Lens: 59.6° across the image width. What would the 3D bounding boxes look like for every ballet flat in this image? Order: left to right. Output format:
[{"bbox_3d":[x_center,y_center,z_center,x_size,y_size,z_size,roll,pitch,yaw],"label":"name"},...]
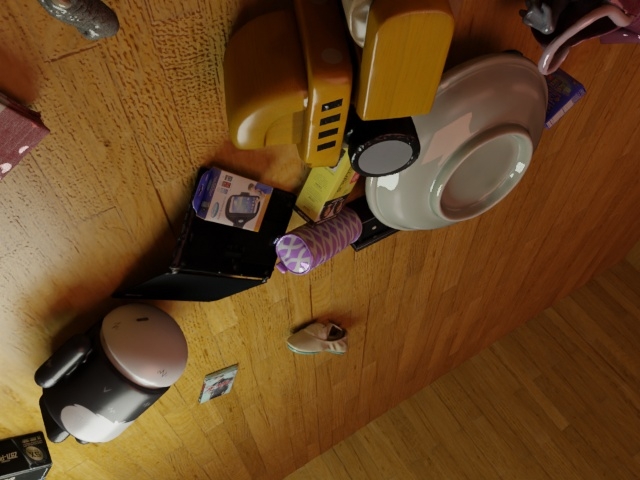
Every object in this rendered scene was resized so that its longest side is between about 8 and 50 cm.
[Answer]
[{"bbox_3d":[0.001,0.255,1.489,0.086,0.086,0.248,-47,150,16],"label":"ballet flat"}]

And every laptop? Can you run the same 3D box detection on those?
[{"bbox_3d":[-0.198,0.007,0.989,0.234,0.136,0.265,11,100,-53],"label":"laptop"}]

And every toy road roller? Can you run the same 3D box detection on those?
[{"bbox_3d":[0.003,-0.221,0.661,0.240,0.203,0.330,-6,152,-8],"label":"toy road roller"}]

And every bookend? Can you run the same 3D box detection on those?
[{"bbox_3d":[0.125,-0.077,1.151,0.156,0.072,0.157,-25,147,-20],"label":"bookend"}]

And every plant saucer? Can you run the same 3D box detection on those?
[{"bbox_3d":[0.278,-0.143,1.041,0.400,0.101,0.401,-21,144,-16],"label":"plant saucer"}]

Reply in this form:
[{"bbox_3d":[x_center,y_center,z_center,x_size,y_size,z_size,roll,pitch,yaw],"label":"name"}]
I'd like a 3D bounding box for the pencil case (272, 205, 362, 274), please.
[{"bbox_3d":[0.000,0.000,1.064,0.206,0.086,0.088,-28,159,-50],"label":"pencil case"}]

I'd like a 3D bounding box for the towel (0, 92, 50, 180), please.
[{"bbox_3d":[-0.467,-0.113,0.520,0.237,0.037,0.329,-40,148,8],"label":"towel"}]

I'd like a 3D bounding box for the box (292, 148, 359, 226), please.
[{"bbox_3d":[0.036,-0.134,0.977,0.087,0.058,0.232,-23,149,-50],"label":"box"}]

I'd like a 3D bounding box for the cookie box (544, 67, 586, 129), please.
[{"bbox_3d":[0.495,-0.309,1.203,0.107,0.092,0.040,-47,146,17],"label":"cookie box"}]

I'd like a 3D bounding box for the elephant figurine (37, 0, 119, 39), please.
[{"bbox_3d":[-0.242,-0.274,0.449,0.239,0.186,0.170,-16,102,-49],"label":"elephant figurine"}]

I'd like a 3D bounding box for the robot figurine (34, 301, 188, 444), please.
[{"bbox_3d":[-0.361,0.231,0.973,0.278,0.173,0.209,-43,-175,9],"label":"robot figurine"}]

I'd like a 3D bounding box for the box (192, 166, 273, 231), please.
[{"bbox_3d":[-0.139,-0.065,0.887,0.136,0.028,0.081,12,99,-54],"label":"box"}]

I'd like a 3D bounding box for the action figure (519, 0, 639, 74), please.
[{"bbox_3d":[0.539,-0.406,0.922,0.370,0.276,0.248,10,150,-18],"label":"action figure"}]

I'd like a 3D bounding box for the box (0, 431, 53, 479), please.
[{"bbox_3d":[-0.638,0.474,1.102,0.147,0.078,0.180,4,130,-48],"label":"box"}]

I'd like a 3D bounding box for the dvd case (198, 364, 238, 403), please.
[{"bbox_3d":[-0.259,0.364,1.413,0.087,0.013,0.119,-14,142,-35],"label":"dvd case"}]

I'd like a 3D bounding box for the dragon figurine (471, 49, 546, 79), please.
[{"bbox_3d":[0.375,-0.309,1.083,0.289,0.085,0.144,-23,148,-20],"label":"dragon figurine"}]
